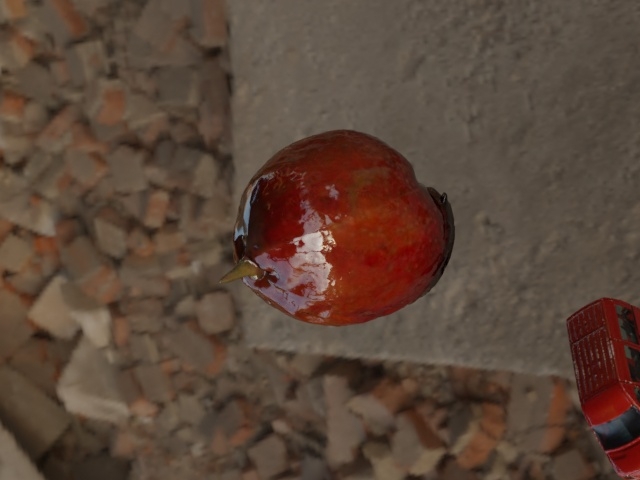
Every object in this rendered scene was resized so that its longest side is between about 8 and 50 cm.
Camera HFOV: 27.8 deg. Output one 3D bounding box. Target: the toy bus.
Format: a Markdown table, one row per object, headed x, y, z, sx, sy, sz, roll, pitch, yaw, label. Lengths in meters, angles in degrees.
| x | y | z | sx | sy | sz | roll | pitch | yaw | label |
| --- | --- | --- | --- | --- | --- | --- | --- | --- | --- |
| 0.328 | 0.161 | 1.404 | 0.081 | 0.089 | 0.195 | -37 | 41 | 37 | toy bus |

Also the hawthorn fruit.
| x | y | z | sx | sy | sz | roll | pitch | yaw | label |
| --- | --- | --- | --- | --- | --- | --- | --- | --- | --- |
| 0.000 | 0.000 | 1.241 | 0.189 | 0.251 | 0.189 | 38 | 139 | 43 | hawthorn fruit |
